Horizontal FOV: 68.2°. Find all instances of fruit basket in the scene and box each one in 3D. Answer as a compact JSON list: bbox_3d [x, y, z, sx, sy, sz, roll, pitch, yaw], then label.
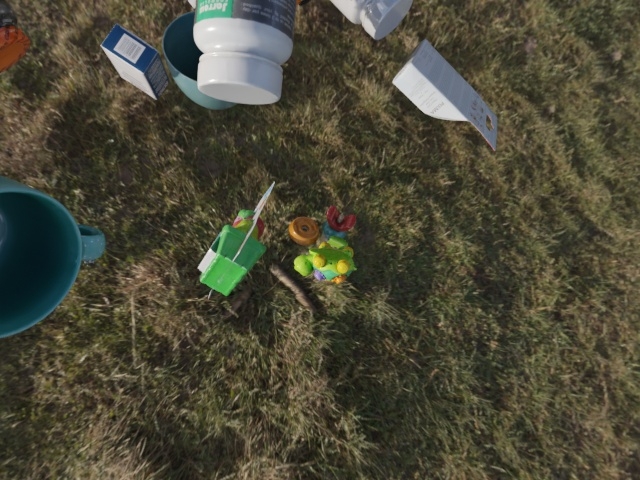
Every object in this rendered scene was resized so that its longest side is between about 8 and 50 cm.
[{"bbox_3d":[-0.286,-0.006,1.631,0.165,0.327,0.353,26,47,-17],"label":"fruit basket"}]

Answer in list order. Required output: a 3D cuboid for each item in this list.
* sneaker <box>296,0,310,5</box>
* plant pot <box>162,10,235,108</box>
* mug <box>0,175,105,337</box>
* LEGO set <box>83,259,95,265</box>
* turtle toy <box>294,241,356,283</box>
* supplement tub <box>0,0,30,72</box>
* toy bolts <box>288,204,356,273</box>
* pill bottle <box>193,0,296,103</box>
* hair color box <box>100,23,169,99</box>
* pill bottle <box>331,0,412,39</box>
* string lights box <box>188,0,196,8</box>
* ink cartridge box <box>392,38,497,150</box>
[{"bbox_3d":[-0.007,-0.840,1.418,0.262,0.099,0.121,-31,82,18],"label":"sneaker"},{"bbox_3d":[-0.314,-0.508,1.419,0.290,0.195,0.291,5,64,-10],"label":"plant pot"},{"bbox_3d":[-0.287,0.012,0.412,0.097,0.158,0.130,18,72,24],"label":"mug"},{"bbox_3d":[-0.769,0.064,1.539,0.083,0.023,0.054,-31,111,-23],"label":"LEGO set"},{"bbox_3d":[0.010,0.049,0.971,0.130,0.095,0.066,11,113,7],"label":"turtle toy"},{"bbox_3d":[-0.875,-0.564,1.100,0.207,0.207,0.338,-43,109,-10],"label":"supplement tub"},{"bbox_3d":[0.000,0.000,1.587,0.218,0.158,0.229,29,51,2],"label":"toy bolts"},{"bbox_3d":[-0.150,-0.480,0.967,0.204,0.204,0.362,4,93,-7],"label":"pill bottle"},{"bbox_3d":[-0.703,-0.678,1.831,0.173,0.347,0.105,33,84,-10],"label":"hair color box"},{"bbox_3d":[0.093,-0.667,1.213,0.160,0.160,0.283,-41,84,-10],"label":"pill bottle"},{"bbox_3d":[-0.498,-0.999,1.709,0.260,0.133,0.077,50,56,-22],"label":"string lights box"},{"bbox_3d":[0.427,-0.467,1.569,0.385,0.091,0.308,42,38,-11],"label":"ink cartridge box"}]
